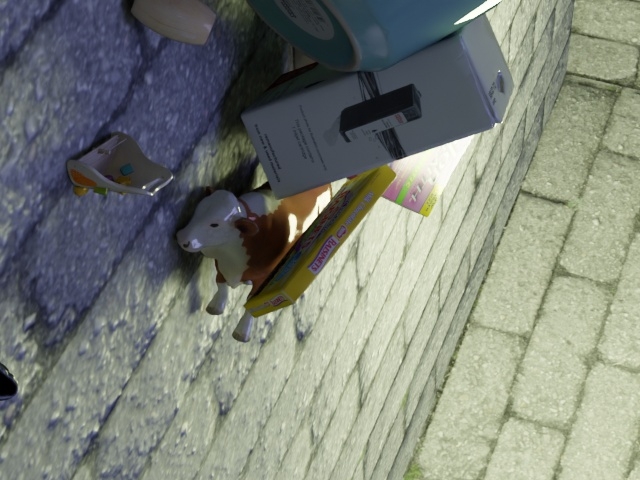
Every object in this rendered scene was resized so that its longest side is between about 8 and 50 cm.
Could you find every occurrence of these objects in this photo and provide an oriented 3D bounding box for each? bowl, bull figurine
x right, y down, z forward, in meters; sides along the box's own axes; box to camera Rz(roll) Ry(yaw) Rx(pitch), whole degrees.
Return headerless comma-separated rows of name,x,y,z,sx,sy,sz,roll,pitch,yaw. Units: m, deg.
bowl,0.021,-0.290,1.323,0.163,0.311,0.311,-50,158,-13
bull figurine,-0.072,0.002,1.558,0.310,0.101,0.188,-32,143,-59

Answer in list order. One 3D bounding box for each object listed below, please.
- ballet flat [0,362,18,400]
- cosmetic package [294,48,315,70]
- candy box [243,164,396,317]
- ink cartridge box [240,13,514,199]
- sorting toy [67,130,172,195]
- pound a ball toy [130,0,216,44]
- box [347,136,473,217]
ballet flat,-0.285,0.087,1.008,0.173,0.049,0.057,58,49,-69
cosmetic package,0.057,-0.424,1.608,0.377,0.097,0.284,89,25,-45
candy box,0.000,0.000,1.464,0.206,0.027,0.105,-51,-165,-27
ink cartridge box,0.072,-0.164,1.504,0.197,0.273,0.114,-58,128,-65
sorting toy,-0.178,-0.060,1.184,0.083,0.075,0.044,-47,148,-58
pound a ball toy,-0.122,-0.331,1.085,0.208,0.136,0.319,-127,-130,-78
box,0.118,-0.168,1.846,0.213,0.117,0.243,-61,155,5
